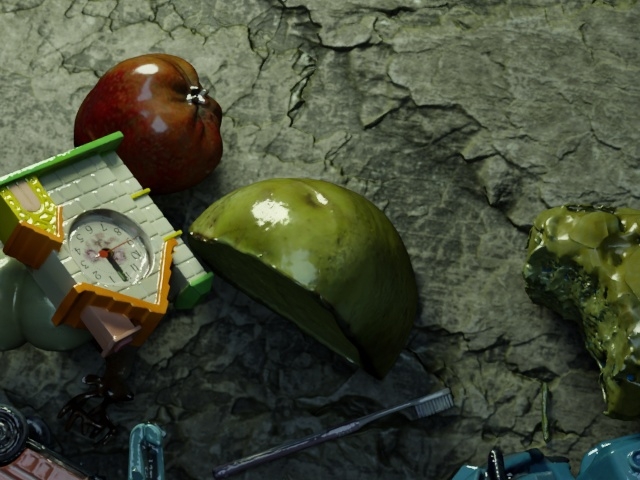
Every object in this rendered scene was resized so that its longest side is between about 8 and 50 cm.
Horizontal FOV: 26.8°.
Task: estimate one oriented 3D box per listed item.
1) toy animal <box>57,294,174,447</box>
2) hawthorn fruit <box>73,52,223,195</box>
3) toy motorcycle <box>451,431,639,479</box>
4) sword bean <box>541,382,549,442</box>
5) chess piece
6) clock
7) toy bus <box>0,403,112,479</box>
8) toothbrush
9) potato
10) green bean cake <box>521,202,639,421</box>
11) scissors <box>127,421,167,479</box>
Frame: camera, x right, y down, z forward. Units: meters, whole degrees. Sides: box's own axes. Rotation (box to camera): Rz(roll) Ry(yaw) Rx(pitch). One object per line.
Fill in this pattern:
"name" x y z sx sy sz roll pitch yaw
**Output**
"toy animal" -0.306 0.136 1.899 0.243 0.087 0.260 38 80 25
"hawthorn fruit" -0.265 -0.146 1.923 0.248 0.208 0.208 -31 74 16
"toy motorcycle" 0.302 0.344 1.750 0.416 0.232 0.172 -16 64 -6
"sword bean" 0.317 0.243 1.896 0.012 0.012 0.083 2 75 0
"chess piece" -0.455 0.078 1.828 0.330 0.182 0.182 3 73 10
"clock" -0.285 0.012 1.745 0.220 0.106 0.255 -29 76 -43
"toy bus" -0.335 0.387 1.750 0.427 0.203 0.233 28 80 5
"toothbrush" 0.019 0.275 1.877 0.354 0.024 0.029 -18 82 -7
"potato" 0.000 0.000 1.831 0.330 0.280 0.213 32 78 10
"green bean cake" 0.416 0.086 1.807 0.285 0.202 0.310 2 51 -1
"scissors" -0.202 0.418 1.628 0.180 0.032 0.393 -2 84 1
